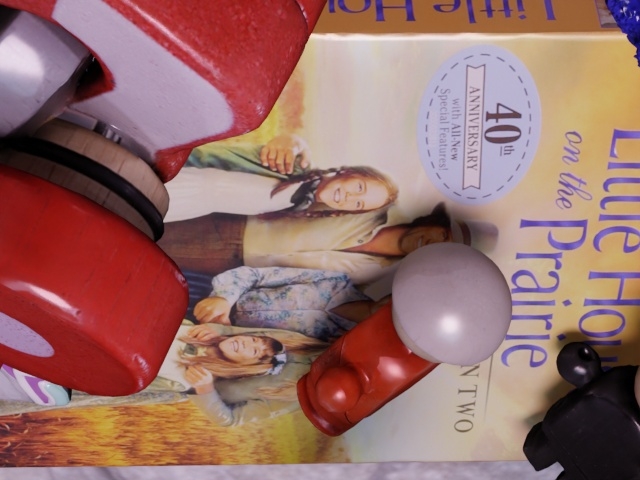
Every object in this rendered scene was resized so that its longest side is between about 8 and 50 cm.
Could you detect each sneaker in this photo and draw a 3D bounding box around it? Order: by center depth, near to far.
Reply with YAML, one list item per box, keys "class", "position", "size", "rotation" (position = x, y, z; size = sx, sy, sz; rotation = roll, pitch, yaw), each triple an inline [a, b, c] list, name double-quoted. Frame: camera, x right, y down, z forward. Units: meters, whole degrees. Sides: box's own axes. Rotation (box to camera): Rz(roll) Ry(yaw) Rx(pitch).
- class: "sneaker"
  position: [-0.161, 0.049, 0.847]
  size: [0.069, 0.038, 0.098]
  rotation: [-2, 134, -1]

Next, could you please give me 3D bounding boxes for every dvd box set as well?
- class: "dvd box set"
  position: [0.000, 0.000, 0.876]
  size: [0.420, 0.062, 0.307]
  rotation: [0, 134, -2]

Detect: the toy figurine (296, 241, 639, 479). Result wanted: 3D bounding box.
- class: "toy figurine"
  position: [0.095, 0.124, 0.807]
  size: [0.213, 0.209, 0.148]
  rotation: [21, 146, -18]

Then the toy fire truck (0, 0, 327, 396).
- class: "toy fire truck"
  position: [-0.157, -0.078, 0.569]
  size: [0.254, 0.169, 0.302]
  rotation: [34, 158, -27]

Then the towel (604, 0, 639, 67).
- class: "towel"
  position: [0.233, -0.198, 0.606]
  size: [0.308, 0.076, 0.227]
  rotation: [-30, 133, -13]
